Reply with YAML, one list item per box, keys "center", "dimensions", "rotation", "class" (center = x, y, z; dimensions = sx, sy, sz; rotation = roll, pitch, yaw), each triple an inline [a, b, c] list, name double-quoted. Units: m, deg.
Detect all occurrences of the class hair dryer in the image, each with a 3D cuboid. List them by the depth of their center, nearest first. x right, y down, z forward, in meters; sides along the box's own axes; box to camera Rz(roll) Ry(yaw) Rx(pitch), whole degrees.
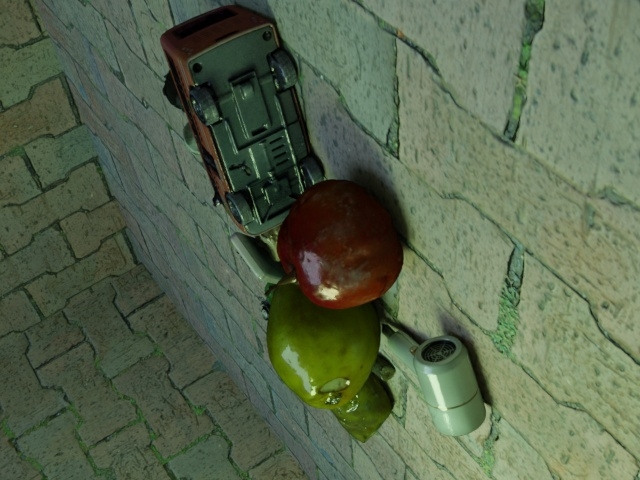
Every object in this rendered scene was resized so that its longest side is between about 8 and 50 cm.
- center: [0.195, 0.236, 1.702]
  dimensions: [0.357, 0.107, 0.173]
  rotation: [37, 150, 60]
  class: "hair dryer"

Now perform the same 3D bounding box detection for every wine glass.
- center: [-0.280, -0.303, 1.978]
  dimensions: [0.156, 0.156, 0.232]
  rotation: [52, 165, 17]
  class: "wine glass"

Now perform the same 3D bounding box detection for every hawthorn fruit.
- center: [0.010, 0.028, 1.550]
  dimensions: [0.242, 0.272, 0.242]
  rotation: [47, 167, 14]
  class: "hawthorn fruit"

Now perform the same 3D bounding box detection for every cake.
- center: [-0.140, -0.055, 2.080]
  dimensions: [0.220, 0.086, 0.117]
  rotation: [54, 161, 13]
  class: "cake"

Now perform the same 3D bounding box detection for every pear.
- center: [0.006, 0.202, 1.828]
  dimensions: [0.269, 0.269, 0.321]
  rotation: [109, 152, -67]
  class: "pear"

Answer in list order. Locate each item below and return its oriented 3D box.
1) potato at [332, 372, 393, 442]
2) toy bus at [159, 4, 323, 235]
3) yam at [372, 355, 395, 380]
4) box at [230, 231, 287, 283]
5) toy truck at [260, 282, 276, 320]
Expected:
- center: [0.101, 0.411, 2.128]
  dimensions: [0.176, 0.141, 0.298]
  rotation: [39, 166, 39]
  class: "potato"
- center: [-0.158, -0.234, 1.680]
  dimensions: [0.233, 0.203, 0.427]
  rotation: [44, 156, 47]
  class: "toy bus"
- center: [0.137, 0.299, 2.007]
  dimensions: [0.094, 0.043, 0.043]
  rotation: [32, 148, 55]
  class: "yam"
- center: [-0.140, 0.053, 2.148]
  dimensions: [0.142, 0.044, 0.285]
  rotation: [52, -172, 14]
  class: "box"
- center: [-0.072, 0.209, 2.280]
  dimensions: [0.242, 0.101, 0.125]
  rotation: [54, 139, 32]
  class: "toy truck"
